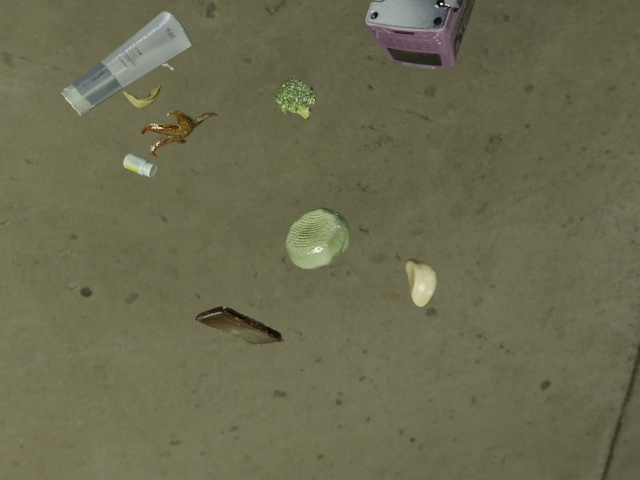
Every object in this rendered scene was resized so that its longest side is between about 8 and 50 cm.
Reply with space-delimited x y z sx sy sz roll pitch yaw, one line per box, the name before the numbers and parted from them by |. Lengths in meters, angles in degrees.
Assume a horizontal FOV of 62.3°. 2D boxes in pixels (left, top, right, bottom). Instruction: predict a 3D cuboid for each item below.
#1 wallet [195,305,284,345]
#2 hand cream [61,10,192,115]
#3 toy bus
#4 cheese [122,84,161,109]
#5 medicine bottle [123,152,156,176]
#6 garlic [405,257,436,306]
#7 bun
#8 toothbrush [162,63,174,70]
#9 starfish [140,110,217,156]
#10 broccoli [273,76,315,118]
wallet | -0.213 0.232 1.428 0.121 0.031 0.232 -18 142 33
hand cream | -0.356 -0.326 0.974 0.255 0.048 0.079 -41 102 -14
toy bus | 0.112 -0.261 0.502 0.098 0.086 0.179 30 79 -63
cheese | -0.389 -0.309 1.145 0.084 0.060 0.042 -17 102 -41
medicine bottle | -0.515 -0.214 1.510 0.083 0.047 0.047 24 110 5
garlic | 0.169 0.064 0.891 0.041 0.083 0.053 2 144 -21
bun | 0.000 0.000 1.509 0.195 0.195 0.118 -37 126 6
toothbrush | -0.463 -0.528 1.598 0.013 0.131 0.011 -43 129 -5
starfish | -0.373 -0.305 1.433 0.237 0.213 0.057 -26 85 -27
broccoli | -0.048 -0.295 1.101 0.096 0.095 0.092 -32 128 30
